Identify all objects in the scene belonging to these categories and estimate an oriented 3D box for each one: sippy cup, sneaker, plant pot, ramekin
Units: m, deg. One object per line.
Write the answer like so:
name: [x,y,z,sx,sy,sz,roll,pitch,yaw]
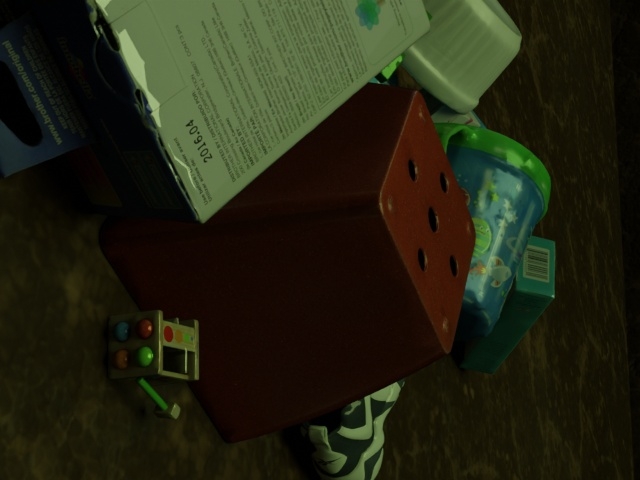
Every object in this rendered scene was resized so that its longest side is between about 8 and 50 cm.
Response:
sippy cup: [0.166,0.002,1.381,0.305,0.240,0.224,33,59,-27]
sneaker: [0.026,0.138,1.161,0.153,0.094,0.235,61,41,-51]
plant pot: [0.000,0.000,0.994,0.267,0.235,0.267,64,30,-32]
ramekin: [0.156,-0.313,1.432,0.273,0.127,0.273,42,21,-20]

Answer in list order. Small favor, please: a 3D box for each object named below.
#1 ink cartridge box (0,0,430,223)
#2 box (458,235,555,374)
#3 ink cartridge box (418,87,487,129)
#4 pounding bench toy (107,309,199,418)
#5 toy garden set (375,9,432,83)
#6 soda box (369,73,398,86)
ink cartridge box: [-0.108,-0.196,0.850,0.395,0.151,0.270,-45,124,-36]
box: [0.274,0.099,1.574,0.244,0.060,0.101,112,-10,-55]
ink cartridge box: [0.156,-0.165,1.513,0.062,0.104,0.181,57,18,20]
pounding bench toy: [-0.140,0.105,0.877,0.065,0.052,0.083,24,60,-60]
toy garden set: [-0.014,-0.231,1.182,0.204,0.049,0.244,42,64,-14]
soda box: [0.031,-0.197,1.323,0.210,0.067,0.071,20,64,-62]
